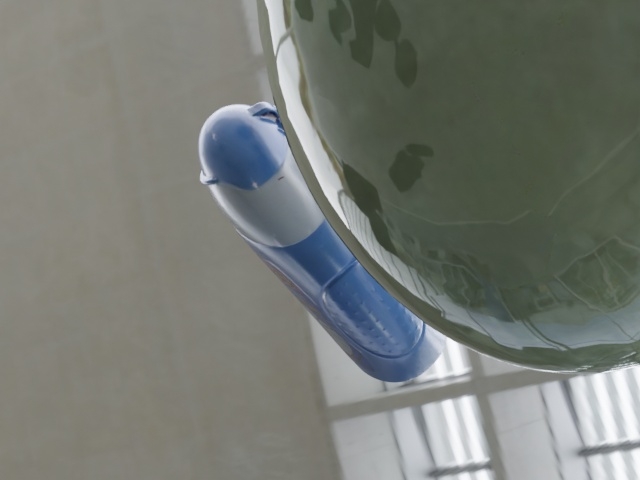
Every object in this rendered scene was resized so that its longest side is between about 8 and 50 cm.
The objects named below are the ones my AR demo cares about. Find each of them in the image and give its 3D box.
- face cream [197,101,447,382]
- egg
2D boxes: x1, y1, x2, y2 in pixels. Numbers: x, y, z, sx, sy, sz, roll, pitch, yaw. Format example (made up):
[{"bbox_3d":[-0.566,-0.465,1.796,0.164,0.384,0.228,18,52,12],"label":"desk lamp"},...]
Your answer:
[{"bbox_3d":[0.000,0.000,0.962,0.083,0.264,0.149,-41,-140,-2],"label":"face cream"},{"bbox_3d":[0.102,-0.124,0.531,0.258,0.258,0.352,7,-92,36],"label":"egg"}]
